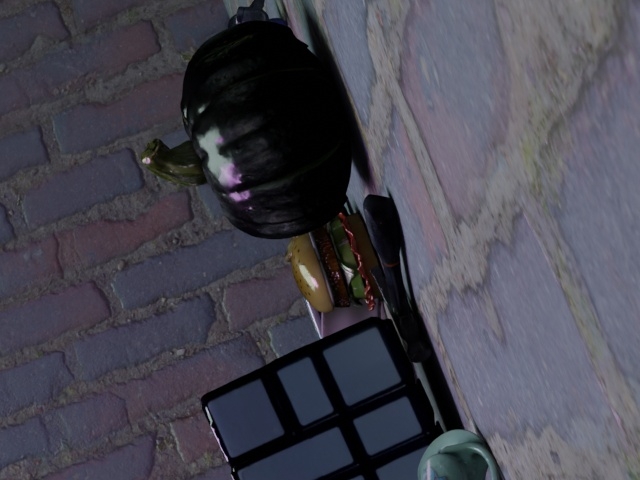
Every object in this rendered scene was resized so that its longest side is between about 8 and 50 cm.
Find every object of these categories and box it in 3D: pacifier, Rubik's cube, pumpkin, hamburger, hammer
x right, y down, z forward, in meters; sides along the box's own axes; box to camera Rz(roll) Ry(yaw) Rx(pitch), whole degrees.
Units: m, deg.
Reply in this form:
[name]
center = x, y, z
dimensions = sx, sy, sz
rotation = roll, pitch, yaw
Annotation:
[pacifier]
center = 0.177, 0.299, 1.351
dimensions = 0.116, 0.126, 0.150
rotation = 27, -135, -35
[Rubik's cube]
center = 0.025, 0.282, 1.642
dimensions = 0.284, 0.293, 0.288
rotation = 63, -179, 6
[pumpkin]
center = -0.097, -0.128, 1.550
dimensions = 0.296, 0.295, 0.296
rotation = 160, 90, -87
[hamburger]
center = 0.022, 0.040, 1.875
dimensions = 0.175, 0.136, 0.175
rotation = 163, 90, -87
[hammer]
center = 0.090, 0.031, 1.479
dimensions = 0.290, 0.037, 0.137
rotation = 72, 175, -53

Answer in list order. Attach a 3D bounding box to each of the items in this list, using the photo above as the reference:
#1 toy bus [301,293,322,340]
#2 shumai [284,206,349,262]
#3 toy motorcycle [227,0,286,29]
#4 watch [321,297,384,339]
[toy bus]
center = 0.056, 0.171, 2.214
dimensions = 0.106, 0.131, 0.297
rotation = -135, 24, -82
[shumai]
center = 0.008, -0.008, 2.014
dimensions = 0.123, 0.105, 0.139
rotation = -14, -58, -63
[toy motorcycle]
center = -0.074, -0.256, 1.869
dimensions = 0.213, 0.125, 0.359
rotation = 94, 155, -63
[watch]
center = 0.075, 0.220, 2.012
dimensions = 0.218, 0.210, 0.249
rotation = -83, -14, -55
